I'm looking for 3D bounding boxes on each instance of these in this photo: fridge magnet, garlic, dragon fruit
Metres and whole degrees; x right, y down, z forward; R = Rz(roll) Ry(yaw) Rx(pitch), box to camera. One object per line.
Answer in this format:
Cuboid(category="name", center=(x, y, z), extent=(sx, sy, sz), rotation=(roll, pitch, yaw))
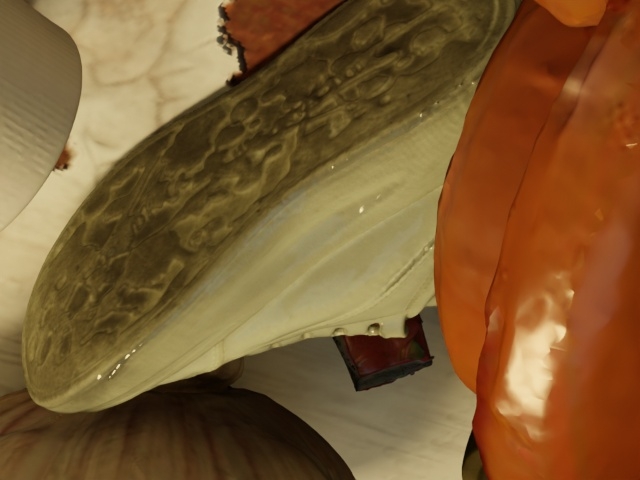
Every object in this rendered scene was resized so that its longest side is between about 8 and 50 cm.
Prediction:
Cuboid(category="fridge magnet", center=(0.183, -0.023, 0.604), extent=(0.363, 0.155, 0.363), rotation=(-31, 135, -37))
Cuboid(category="garlic", center=(-0.116, 0.191, 0.777), extent=(0.322, 0.241, 0.322), rotation=(-18, 155, -8))
Cuboid(category="dragon fruit", center=(0.036, 0.056, 0.806), extent=(0.056, 0.060, 0.083), rotation=(-23, 166, 0))

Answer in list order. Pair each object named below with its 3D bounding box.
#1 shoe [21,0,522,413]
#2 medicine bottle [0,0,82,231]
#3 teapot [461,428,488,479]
Cuboid(category="shoe", center=(0.000, 0.000, 0.684), extent=(0.316, 0.124, 0.159), rotation=(-36, 136, 19))
Cuboid(category="medicine bottle", center=(-0.216, -0.092, 0.504), extent=(0.139, 0.139, 0.237), rotation=(-34, 135, 22))
Cuboid(category="teapot", center=(0.207, 0.115, 0.837), extent=(0.185, 0.175, 0.268), rotation=(5, 142, 39))
